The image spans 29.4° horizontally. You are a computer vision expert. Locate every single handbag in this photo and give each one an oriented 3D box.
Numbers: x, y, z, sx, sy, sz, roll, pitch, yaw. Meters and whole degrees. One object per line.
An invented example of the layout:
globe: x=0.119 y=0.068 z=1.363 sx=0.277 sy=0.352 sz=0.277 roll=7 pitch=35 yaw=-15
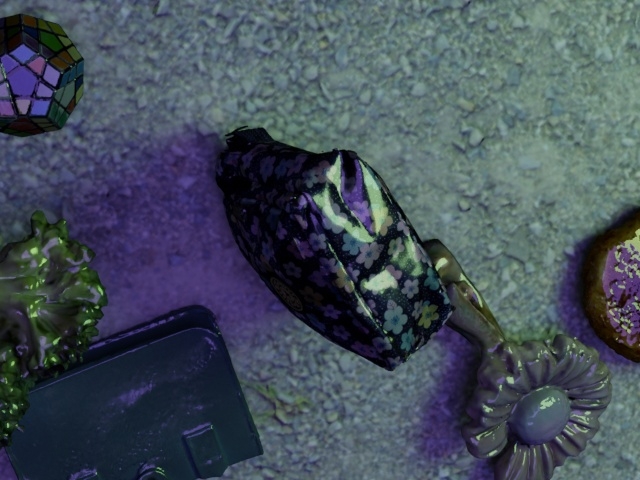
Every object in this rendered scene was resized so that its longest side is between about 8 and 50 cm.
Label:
handbag: x=0.000 y=0.000 z=1.108 sx=0.127 sy=0.208 sz=0.228 roll=-43 pitch=116 yaw=-16
handbag: x=-0.182 y=0.181 z=1.180 sx=0.229 sy=0.062 sz=0.179 roll=-20 pitch=107 yaw=-8

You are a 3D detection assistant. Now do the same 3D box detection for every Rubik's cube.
Rubik's cube: x=-0.260 y=-0.143 z=1.064 sx=0.093 sy=0.111 sz=0.111 roll=-29 pitch=111 yaw=-32

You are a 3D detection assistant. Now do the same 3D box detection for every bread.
bread: x=0.365 y=0.046 z=1.284 sx=0.193 sy=0.064 sz=0.193 roll=-1 pitch=98 yaw=-10

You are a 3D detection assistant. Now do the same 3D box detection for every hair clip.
hair clip: x=0.190 y=0.128 z=1.255 sx=0.173 sy=0.069 sz=0.300 roll=-40 pitch=109 yaw=-2

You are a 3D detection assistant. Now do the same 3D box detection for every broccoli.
broccoli: x=-0.436 y=0.057 z=1.011 sx=0.397 sy=0.275 sz=0.353 roll=44 pitch=61 yaw=-17

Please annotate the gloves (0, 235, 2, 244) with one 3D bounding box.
gloves: x=-0.328 y=-0.013 z=1.114 sx=0.081 sy=0.037 sz=0.044 roll=25 pitch=132 yaw=-23
